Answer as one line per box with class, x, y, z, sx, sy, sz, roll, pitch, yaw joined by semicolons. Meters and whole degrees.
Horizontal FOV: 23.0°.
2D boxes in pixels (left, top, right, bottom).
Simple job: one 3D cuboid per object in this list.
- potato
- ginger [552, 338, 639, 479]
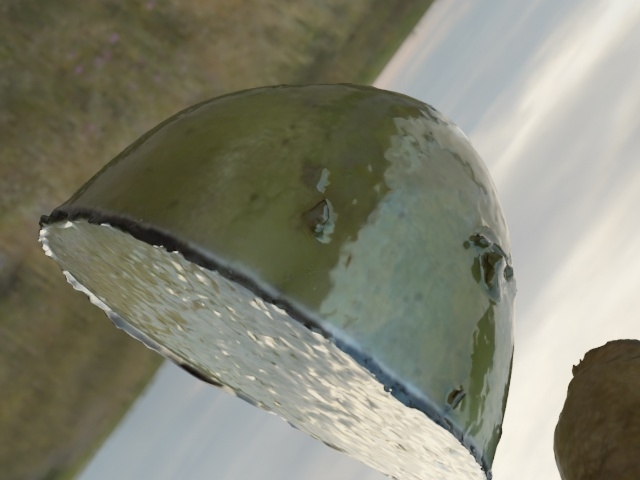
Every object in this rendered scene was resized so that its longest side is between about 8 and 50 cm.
potato;0.000;0.000;0.576;0.117;0.182;0.202;-60;-168;-14
ginger;0.215;0.177;0.754;0.354;0.190;0.126;-121;-153;-48
